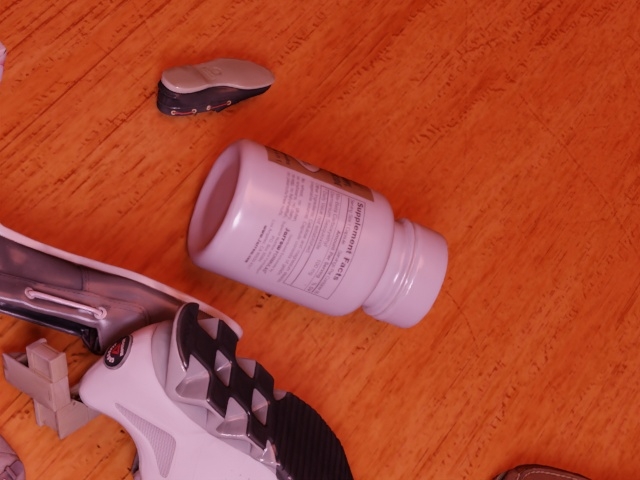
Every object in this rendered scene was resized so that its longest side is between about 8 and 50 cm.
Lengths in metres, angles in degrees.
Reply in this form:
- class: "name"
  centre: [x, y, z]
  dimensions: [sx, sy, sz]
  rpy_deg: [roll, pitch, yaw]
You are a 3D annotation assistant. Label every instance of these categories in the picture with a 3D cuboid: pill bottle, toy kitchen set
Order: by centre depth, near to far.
- class: "toy kitchen set"
  centre: [-0.226, 0.111, 1.465]
  dimensions: [0.068, 0.083, 0.075]
  rpy_deg: [25, 40, 36]
- class: "pill bottle"
  centre: [0.000, 0.000, 1.614]
  dimensions: [0.229, 0.131, 0.131]
  rpy_deg: [21, 56, -20]

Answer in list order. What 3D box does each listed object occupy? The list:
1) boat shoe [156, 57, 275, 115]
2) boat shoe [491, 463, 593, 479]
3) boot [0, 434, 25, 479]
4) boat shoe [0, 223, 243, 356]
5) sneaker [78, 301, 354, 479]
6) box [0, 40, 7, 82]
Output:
- class: "boat shoe"
  centre: [-0.106, -0.154, 1.690]
  dimensions: [0.133, 0.042, 0.049]
  rpy_deg: [-12, 47, -36]
- class: "boat shoe"
  centre: [0.314, 0.292, 1.666]
  dimensions: [0.307, 0.104, 0.110]
  rpy_deg: [25, 55, -18]
- class: "boot"
  centre: [-0.299, 0.198, 1.389]
  dimensions: [0.118, 0.042, 0.087]
  rpy_deg: [-16, 77, -35]
- class: "boat shoe"
  centre: [-0.236, 0.056, 1.469]
  dimensions: [0.335, 0.112, 0.095]
  rpy_deg: [23, 73, -12]
- class: "sneaker"
  centre: [-0.083, 0.194, 1.486]
  dimensions: [0.330, 0.146, 0.122]
  rpy_deg: [52, 28, -28]
- class: "box"
  centre: [-0.414, -0.174, 1.395]
  dimensions: [0.142, 0.154, 0.300]
  rpy_deg: [-31, 67, -37]
